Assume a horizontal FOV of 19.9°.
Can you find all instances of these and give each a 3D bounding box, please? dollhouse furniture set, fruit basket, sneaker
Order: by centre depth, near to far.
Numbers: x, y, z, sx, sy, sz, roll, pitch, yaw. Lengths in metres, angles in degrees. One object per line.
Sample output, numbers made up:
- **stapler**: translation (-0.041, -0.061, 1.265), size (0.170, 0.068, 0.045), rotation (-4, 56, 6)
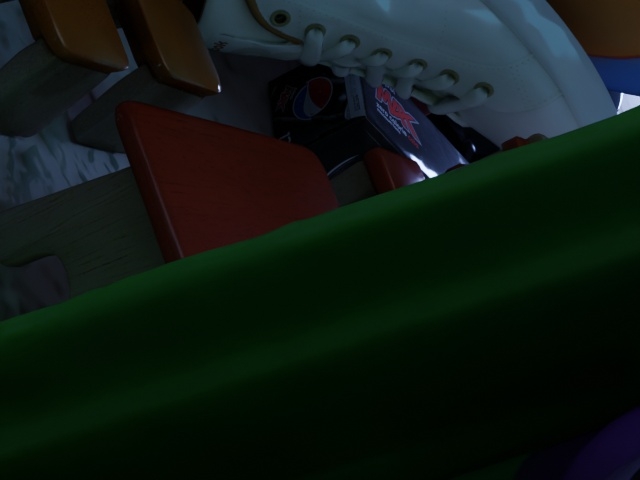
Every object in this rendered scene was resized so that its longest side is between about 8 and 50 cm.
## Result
- **fruit basket**: translation (0.009, 0.111, 0.279), size (0.392, 0.392, 0.283), rotation (32, 37, -54)
- **dollhouse furniture set**: translation (0.000, 0.000, 0.704), size (0.259, 0.135, 0.262), rotation (8, 58, -65)
- **sneaker**: translation (0.007, -0.105, 0.847), size (0.290, 0.123, 0.106), rotation (40, -15, -11)

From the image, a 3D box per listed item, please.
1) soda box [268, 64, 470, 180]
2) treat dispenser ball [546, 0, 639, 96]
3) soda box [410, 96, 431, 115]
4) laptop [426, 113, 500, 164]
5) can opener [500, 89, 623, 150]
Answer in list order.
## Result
- **soda box**: translation (0.042, -0.028, 0.950), size (0.169, 0.053, 0.060), rotation (42, 30, -43)
- **treat dispenser ball**: translation (0.189, -0.214, 0.923), size (0.288, 0.288, 0.288), rotation (49, 25, -33)
- **soda box**: translation (-0.006, -0.184, 0.959), size (0.263, 0.092, 0.083), rotation (55, 24, -25)
- **laptop**: translation (0.092, -0.145, 1.259), size (0.264, 0.136, 0.234), rotation (-17, 80, -43)
- **can opener**: translation (0.156, -0.036, 1.123), size (0.074, 0.093, 0.280), rotation (-41, 123, -34)
